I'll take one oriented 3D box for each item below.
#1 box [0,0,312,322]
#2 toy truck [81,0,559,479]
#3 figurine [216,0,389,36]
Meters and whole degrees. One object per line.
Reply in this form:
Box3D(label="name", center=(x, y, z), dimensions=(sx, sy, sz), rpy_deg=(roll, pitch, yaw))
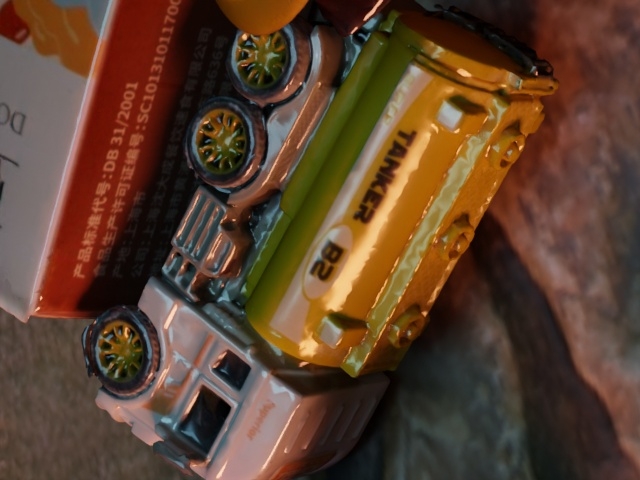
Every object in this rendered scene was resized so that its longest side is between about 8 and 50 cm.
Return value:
Box3D(label="box", center=(-0.149, -0.206, 0.873), dimensions=(0.344, 0.122, 0.385), rpy_deg=(28, 108, 37))
Box3D(label="toy truck", center=(0.000, 0.000, 0.764), dimensions=(0.114, 0.098, 0.227), rpy_deg=(39, 113, 27))
Box3D(label="figurine", center=(0.019, -0.159, 0.645), dimensions=(0.167, 0.257, 0.192), rpy_deg=(-20, 71, 36))
